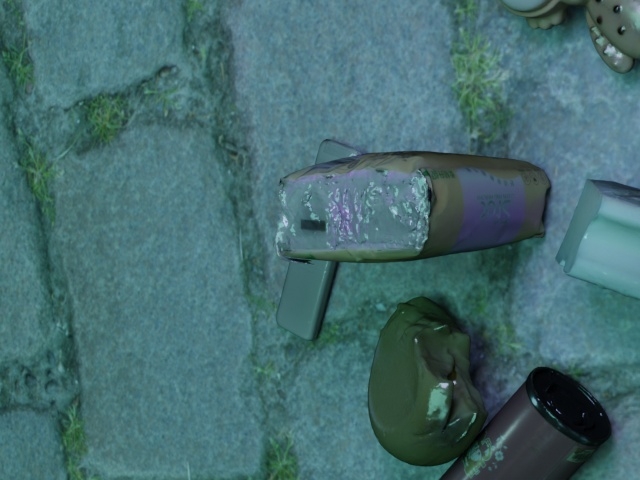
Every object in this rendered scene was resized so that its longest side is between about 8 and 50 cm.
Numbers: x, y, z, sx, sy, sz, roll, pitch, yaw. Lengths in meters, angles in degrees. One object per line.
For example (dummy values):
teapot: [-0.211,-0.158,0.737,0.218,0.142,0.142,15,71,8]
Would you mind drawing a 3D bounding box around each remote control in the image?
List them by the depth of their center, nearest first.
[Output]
remote control: [0.000,0.000,1.713,0.067,0.029,0.261,25,109,33]

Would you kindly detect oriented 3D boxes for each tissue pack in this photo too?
tissue pack: [0.103,-0.039,1.487,0.215,0.257,0.123,-1,94,39]

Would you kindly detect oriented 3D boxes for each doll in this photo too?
doll: [0.304,-0.268,1.415,0.278,0.119,0.154,35,116,26]

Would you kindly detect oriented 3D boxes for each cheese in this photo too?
cheese: [0.124,0.175,1.541,0.202,0.091,0.175,-125,50,-65]

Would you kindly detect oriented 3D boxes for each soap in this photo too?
soap: [0.376,0.018,1.336,0.289,0.173,0.095,21,103,35]

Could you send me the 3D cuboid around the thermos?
thermos: [0.194,0.306,1.524,0.330,0.109,0.136,-54,53,26]
